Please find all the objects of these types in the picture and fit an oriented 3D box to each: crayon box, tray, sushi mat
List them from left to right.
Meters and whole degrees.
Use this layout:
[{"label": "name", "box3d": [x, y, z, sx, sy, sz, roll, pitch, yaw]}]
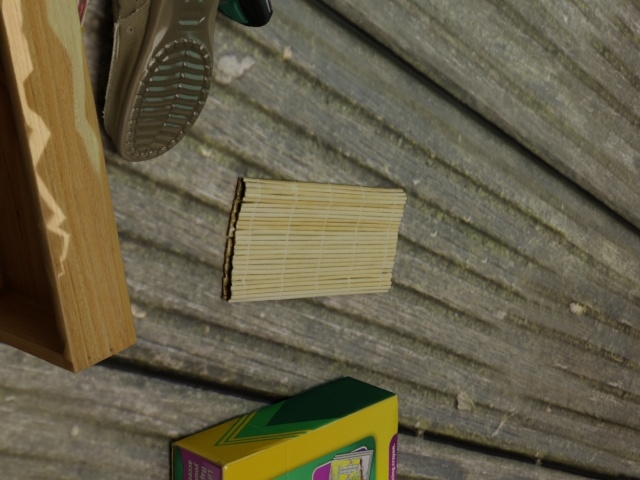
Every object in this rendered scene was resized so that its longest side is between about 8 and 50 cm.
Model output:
[{"label": "tray", "box3d": [-0.270, -0.111, 0.823, 0.076, 0.202, 0.411, -25, 118, -43]}, {"label": "crayon box", "box3d": [-0.040, 0.393, 1.287, 0.313, 0.106, 0.363, -12, 108, -45]}, {"label": "sushi mat", "box3d": [0.000, 0.000, 1.292, 0.316, 0.019, 0.152, 0, 101, -48]}]

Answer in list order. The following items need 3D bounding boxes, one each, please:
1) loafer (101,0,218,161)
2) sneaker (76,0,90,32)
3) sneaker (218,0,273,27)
[{"label": "loafer", "box3d": [-0.164, -0.211, 1.006, 0.102, 0.092, 0.269, -4, 119, -49]}, {"label": "sneaker", "box3d": [-0.219, -0.292, 0.935, 0.225, 0.088, 0.092, -61, 146, -7]}, {"label": "sneaker", "box3d": [-0.101, -0.332, 1.048, 0.098, 0.083, 0.224, -60, 136, -25]}]
